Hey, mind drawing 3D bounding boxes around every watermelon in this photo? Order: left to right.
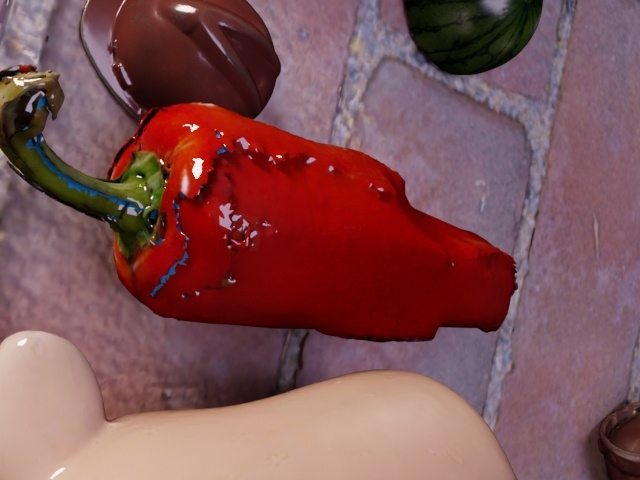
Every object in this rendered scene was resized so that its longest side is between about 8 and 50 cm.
[{"bbox_3d":[0.112,-0.165,0.548,0.105,0.062,0.105,-5,99,-34],"label":"watermelon"}]

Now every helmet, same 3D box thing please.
[{"bbox_3d":[-0.060,-0.097,0.418,0.111,0.057,0.089,34,74,-35],"label":"helmet"}]

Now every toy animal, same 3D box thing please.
[{"bbox_3d":[-0.025,0.156,0.394,0.256,0.195,0.213,-10,138,-33],"label":"toy animal"}]

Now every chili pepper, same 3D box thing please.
[{"bbox_3d":[0.000,0.000,0.445,0.387,0.110,0.110,13,85,-41],"label":"chili pepper"}]

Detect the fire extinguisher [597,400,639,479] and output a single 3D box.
[{"bbox_3d":[0.317,0.281,0.718,0.105,0.105,0.269,-29,109,-34],"label":"fire extinguisher"}]
